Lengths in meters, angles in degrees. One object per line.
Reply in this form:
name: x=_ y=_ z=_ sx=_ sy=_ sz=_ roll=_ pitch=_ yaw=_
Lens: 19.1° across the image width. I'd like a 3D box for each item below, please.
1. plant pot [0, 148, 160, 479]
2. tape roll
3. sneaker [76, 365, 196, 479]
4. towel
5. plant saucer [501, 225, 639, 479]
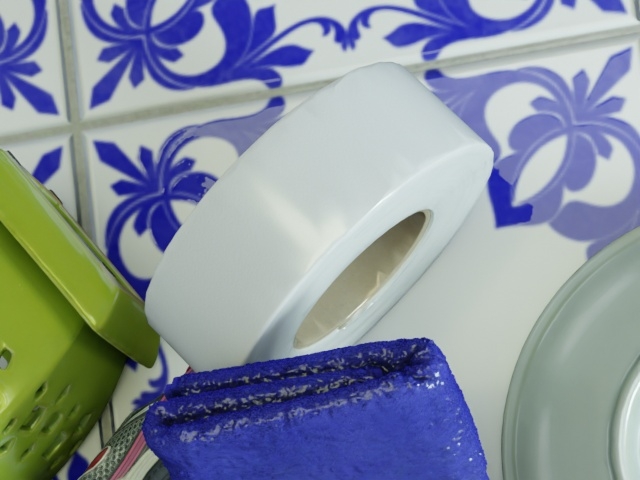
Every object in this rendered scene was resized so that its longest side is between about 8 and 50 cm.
plant pot: x=-0.267 y=0.065 z=1.543 sx=0.207 sy=0.228 sz=0.227 roll=-41 pitch=75 yaw=-3
tape roll: x=0.000 y=0.000 z=1.457 sx=0.100 sy=0.286 sz=0.286 roll=44 pitch=93 yaw=14
sneaker: x=-0.160 y=0.220 z=1.559 sx=0.299 sy=0.121 sz=0.112 roll=-37 pitch=44 yaw=10
towel: x=0.015 y=0.182 z=1.425 sx=0.227 sy=0.308 sz=0.076 roll=-14 pitch=51 yaw=8
plant saucer: x=0.333 y=0.159 z=1.452 sx=0.400 sy=0.100 sz=0.400 roll=-2 pitch=82 yaw=12
